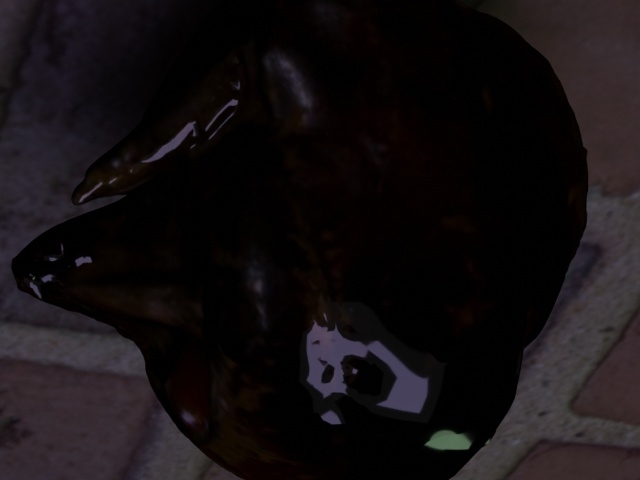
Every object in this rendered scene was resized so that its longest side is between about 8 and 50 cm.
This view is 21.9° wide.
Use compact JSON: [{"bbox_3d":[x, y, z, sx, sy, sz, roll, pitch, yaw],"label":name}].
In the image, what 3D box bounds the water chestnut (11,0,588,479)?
[{"bbox_3d":[0.000,0.000,0.851,0.244,0.289,0.289,31,129,3],"label":"water chestnut"}]
